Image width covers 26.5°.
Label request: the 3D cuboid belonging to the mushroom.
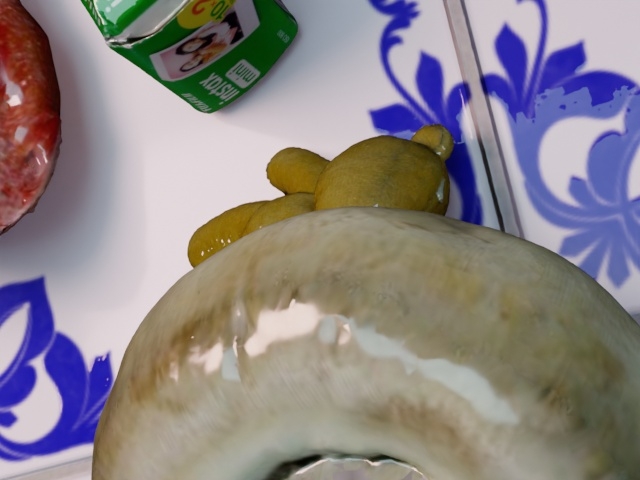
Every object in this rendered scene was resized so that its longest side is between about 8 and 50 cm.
[{"bbox_3d":[0.044,0.150,0.746,0.352,0.260,0.352,9,121,15],"label":"mushroom"}]

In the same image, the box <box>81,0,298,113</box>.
[{"bbox_3d":[-0.132,-0.217,0.932,0.103,0.180,0.250,-37,70,8],"label":"box"}]

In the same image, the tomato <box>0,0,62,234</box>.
[{"bbox_3d":[-0.337,-0.095,0.990,0.170,0.309,0.309,-40,63,58],"label":"tomato"}]

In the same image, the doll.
[{"bbox_3d":[0.000,0.000,0.910,0.209,0.097,0.137,-20,43,34],"label":"doll"}]
